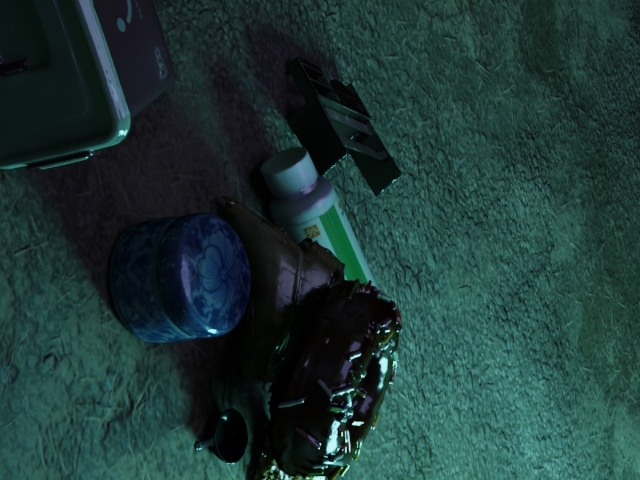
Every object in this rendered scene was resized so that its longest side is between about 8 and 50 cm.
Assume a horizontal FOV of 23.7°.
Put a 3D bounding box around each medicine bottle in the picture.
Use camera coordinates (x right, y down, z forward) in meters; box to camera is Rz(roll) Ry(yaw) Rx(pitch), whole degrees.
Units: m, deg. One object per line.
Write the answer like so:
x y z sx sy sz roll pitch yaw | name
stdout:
0.000 0.000 2.049 0.095 0.095 0.260 -55 130 -47 | medicine bottle

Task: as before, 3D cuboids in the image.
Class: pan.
-0.128 0.243 1.865 0.115 0.023 0.068 -1 86 -60 | pan

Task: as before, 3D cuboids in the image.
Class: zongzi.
-0.081 0.063 1.930 0.197 0.099 0.194 36 62 -21 | zongzi

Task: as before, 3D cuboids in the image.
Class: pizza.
-0.054 0.291 1.970 0.099 0.029 0.100 -49 124 -48 | pizza

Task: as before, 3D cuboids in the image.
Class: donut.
0.021 0.178 1.907 0.270 0.103 0.270 -55 157 -37 | donut

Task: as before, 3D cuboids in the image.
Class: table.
0.021 -0.158 2.131 0.146 0.062 0.175 17 38 -55 | table

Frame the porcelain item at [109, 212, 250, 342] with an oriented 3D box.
-0.159 0.044 1.773 0.147 0.114 0.147 16 71 -57 | porcelain item

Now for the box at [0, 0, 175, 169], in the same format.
-0.282 -0.236 1.575 0.167 0.193 0.294 -48 124 -60 | box
